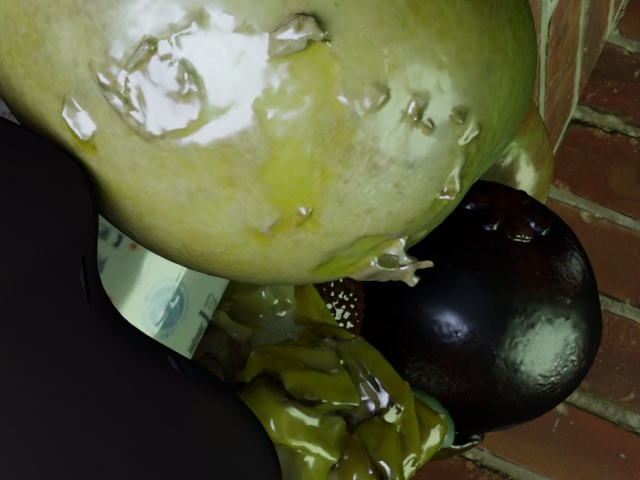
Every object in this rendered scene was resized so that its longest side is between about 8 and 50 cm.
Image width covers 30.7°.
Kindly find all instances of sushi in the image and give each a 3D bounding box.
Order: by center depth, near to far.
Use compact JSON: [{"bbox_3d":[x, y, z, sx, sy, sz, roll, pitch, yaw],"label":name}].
[{"bbox_3d":[-0.040,0.168,0.933,0.285,0.328,0.328,-39,-173,22],"label":"sushi"}]

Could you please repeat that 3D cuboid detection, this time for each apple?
[{"bbox_3d":[0.167,-0.113,1.499,0.264,0.264,0.264,-56,160,-33],"label":"apple"}]

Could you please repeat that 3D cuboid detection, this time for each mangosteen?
[{"bbox_3d":[0.149,0.099,1.318,0.307,0.307,0.346,-41,158,-56],"label":"mangosteen"}]

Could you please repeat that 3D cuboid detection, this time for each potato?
[{"bbox_3d":[-0.066,-0.131,0.555,0.219,0.359,0.269,-46,-172,10],"label":"potato"}]

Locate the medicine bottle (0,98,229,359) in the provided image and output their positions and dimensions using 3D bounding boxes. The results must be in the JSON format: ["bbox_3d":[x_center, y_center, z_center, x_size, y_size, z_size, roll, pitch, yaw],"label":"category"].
[{"bbox_3d":[-0.166,0.032,0.744,0.332,0.190,0.190,-64,163,-13],"label":"medicine bottle"}]

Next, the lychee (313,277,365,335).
[{"bbox_3d":[-0.045,0.067,1.175,0.194,0.195,0.194,-56,160,-33],"label":"lychee"}]

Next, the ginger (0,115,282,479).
[{"bbox_3d":[-0.250,0.118,0.443,0.414,0.358,0.211,-23,171,-33],"label":"ginger"}]
